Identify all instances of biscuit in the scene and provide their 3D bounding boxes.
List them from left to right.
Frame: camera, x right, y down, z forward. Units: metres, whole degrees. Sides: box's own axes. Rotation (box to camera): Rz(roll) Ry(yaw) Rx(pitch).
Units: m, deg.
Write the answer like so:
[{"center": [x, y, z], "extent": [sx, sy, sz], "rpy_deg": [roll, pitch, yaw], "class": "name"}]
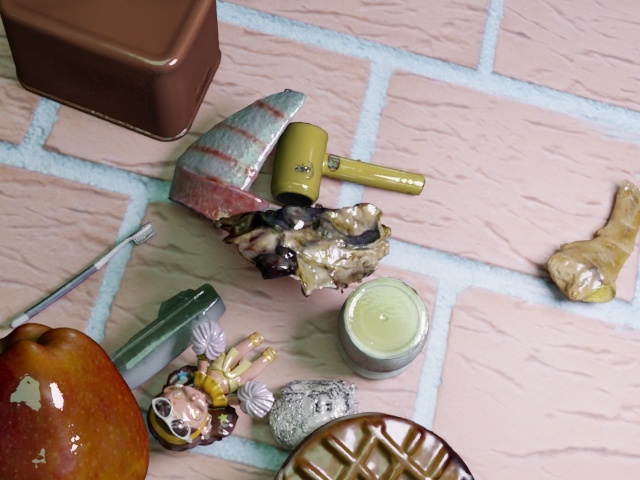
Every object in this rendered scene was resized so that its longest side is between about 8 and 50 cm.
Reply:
[{"center": [0.114, 0.414, 1.246], "extent": [0.366, 0.115, 0.268], "rpy_deg": [47, 72, -5], "class": "biscuit"}]

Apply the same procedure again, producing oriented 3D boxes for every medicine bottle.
[{"center": [0.100, 0.147, 1.355], "extent": [0.147, 0.143, 0.147], "rpy_deg": [1, 67, -3], "class": "medicine bottle"}]

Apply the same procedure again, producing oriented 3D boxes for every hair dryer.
[{"center": [0.053, -0.115, 1.483], "extent": [0.279, 0.090, 0.135], "rpy_deg": [11, 68, -10], "class": "hair dryer"}]

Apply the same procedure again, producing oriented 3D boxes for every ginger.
[{"center": [0.514, 0.003, 1.502], "extent": [0.131, 0.086, 0.294], "rpy_deg": [31, 61, 14], "class": "ginger"}]

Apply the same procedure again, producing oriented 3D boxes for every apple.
[{"center": [-0.399, 0.279, 1.152], "extent": [0.288, 0.288, 0.316], "rpy_deg": [-18, 102, -13], "class": "apple"}]

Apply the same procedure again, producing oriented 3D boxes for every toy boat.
[{"center": [-0.273, 0.165, 1.338], "extent": [0.260, 0.078, 0.085], "rpy_deg": [-40, 55, -19], "class": "toy boat"}, {"center": [-0.138, -0.159, 1.435], "extent": [0.206, 0.096, 0.282], "rpy_deg": [29, 84, 28], "class": "toy boat"}]

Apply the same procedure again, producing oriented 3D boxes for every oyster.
[{"center": [0.010, 0.002, 1.331], "extent": [0.361, 0.096, 0.221], "rpy_deg": [1, 37, -37], "class": "oyster"}]

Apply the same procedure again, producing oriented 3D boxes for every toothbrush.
[{"center": [-0.398, 0.059, 1.386], "extent": [0.288, 0.024, 0.026], "rpy_deg": [-38, 93, -19], "class": "toothbrush"}]

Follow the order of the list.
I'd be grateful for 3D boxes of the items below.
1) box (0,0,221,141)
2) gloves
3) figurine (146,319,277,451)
[{"center": [-0.359, -0.369, 1.438], "extent": [0.339, 0.229, 0.239], "rpy_deg": [21, 68, 0], "class": "box"}, {"center": [-0.009, 0.276, 1.331], "extent": [0.153, 0.070, 0.114], "rpy_deg": [-7, 71, -10], "class": "gloves"}, {"center": [-0.168, 0.233, 1.304], "extent": [0.240, 0.116, 0.174], "rpy_deg": [-40, 82, -25], "class": "figurine"}]
